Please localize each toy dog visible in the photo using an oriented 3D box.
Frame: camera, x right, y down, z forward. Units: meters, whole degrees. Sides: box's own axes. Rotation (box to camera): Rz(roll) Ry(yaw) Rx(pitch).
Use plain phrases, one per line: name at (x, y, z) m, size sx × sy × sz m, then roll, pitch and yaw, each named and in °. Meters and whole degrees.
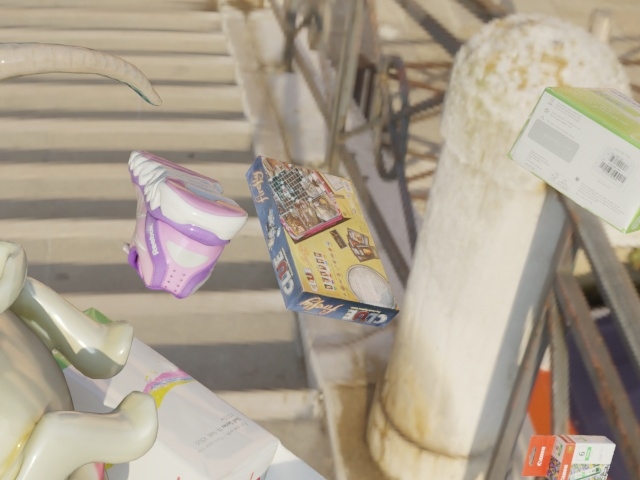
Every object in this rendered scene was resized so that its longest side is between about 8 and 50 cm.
toy dog at (-0.322, 0.178, 0.949) m, size 0.395 × 0.408 × 0.284 m, roll -33°, pitch 40°, yaw -15°

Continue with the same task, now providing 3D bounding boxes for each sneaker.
sneaker at (-0.138, -0.013, 1.030) m, size 0.095 × 0.105 × 0.236 m, roll 19°, pitch 9°, yaw -18°

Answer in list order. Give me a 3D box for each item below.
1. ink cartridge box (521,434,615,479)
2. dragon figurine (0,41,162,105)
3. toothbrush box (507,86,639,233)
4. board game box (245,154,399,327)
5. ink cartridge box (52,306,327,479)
ink cartridge box at (0.326, 0.289, 1.487) m, size 0.115 × 0.063 × 0.029 m, roll 5°, pitch 14°, yaw -22°
dragon figurine at (-0.216, -0.038, 0.438) m, size 0.289 × 0.085 × 0.144 m, roll -31°, pitch 25°, yaw -31°
toothbrush box at (0.435, -0.124, 1.652) m, size 0.206 × 0.122 × 0.283 m, roll 38°, pitch 24°, yaw 25°
board game box at (0.000, 0.000, 1.550) m, size 0.165 × 0.042 × 0.243 m, roll 14°, pitch 42°, yaw -35°
ink cartridge box at (-0.178, 0.255, 1.202) m, size 0.353 × 0.207 × 0.119 m, roll 31°, pitch 29°, yaw 24°
